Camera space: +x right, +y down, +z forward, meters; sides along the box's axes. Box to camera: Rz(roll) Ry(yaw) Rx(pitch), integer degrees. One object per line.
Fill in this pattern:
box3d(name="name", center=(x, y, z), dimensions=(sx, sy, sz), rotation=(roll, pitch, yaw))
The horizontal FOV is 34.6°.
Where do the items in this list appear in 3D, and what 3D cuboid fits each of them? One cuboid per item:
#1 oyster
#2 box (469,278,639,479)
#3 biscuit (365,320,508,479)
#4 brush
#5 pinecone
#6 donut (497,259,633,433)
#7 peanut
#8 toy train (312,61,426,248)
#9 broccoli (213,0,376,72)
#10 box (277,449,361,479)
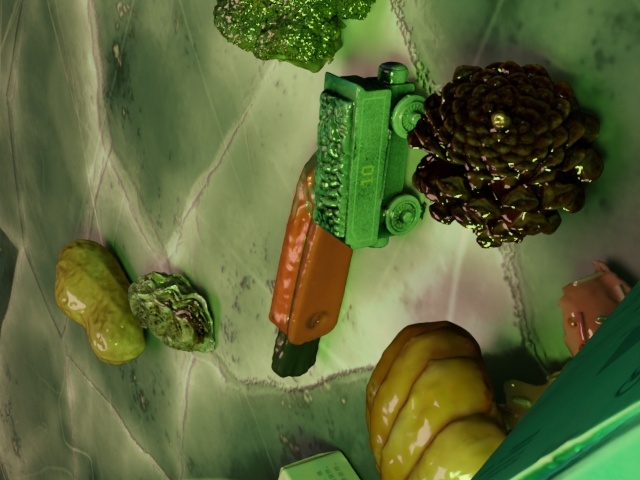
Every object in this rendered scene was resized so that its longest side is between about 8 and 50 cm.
box3d(name="oyster", center=(-0.195, 0.093, 1.346), dimensions=(0.177, 0.064, 0.125), rotation=(16, 127, 43))
box3d(name="box", center=(0.209, 0.059, 0.477), dimensions=(0.118, 0.311, 0.205), rotation=(46, 139, 9))
box3d(name="biscuit", center=(0.101, 0.220, 0.759), dimensions=(0.326, 0.107, 0.325), rotation=(165, 90, -90))
box3d(name="brush", center=(0.000, 0.000, 1.008), dimensions=(0.051, 0.070, 0.323), rotation=(36, 127, 42))
box3d(name="pinecone", center=(0.131, -0.058, 0.743), dimensions=(0.140, 0.140, 0.120), rotation=(58, 163, 30))
box3d(name="donut", center=(0.196, 0.110, 0.743), dimensions=(0.117, 0.065, 0.166), rotation=(46, 136, 41))
box3d(name="peanut", center=(-0.321, 0.090, 1.489), dimensions=(0.226, 0.108, 0.095), rotation=(53, 147, 32))
box3d(name="toy train", center=(0.040, -0.070, 0.899), dimensions=(0.070, 0.099, 0.172), rotation=(33, 126, 49))
box3d(name="broccoli", center=(-0.026, -0.219, 0.933), dimensions=(0.138, 0.146, 0.162), rotation=(56, -176, -44))
box3d(name="box", center=(0.041, 0.354, 1.035), dimensions=(0.269, 0.079, 0.135), rotation=(51, 138, 37))
